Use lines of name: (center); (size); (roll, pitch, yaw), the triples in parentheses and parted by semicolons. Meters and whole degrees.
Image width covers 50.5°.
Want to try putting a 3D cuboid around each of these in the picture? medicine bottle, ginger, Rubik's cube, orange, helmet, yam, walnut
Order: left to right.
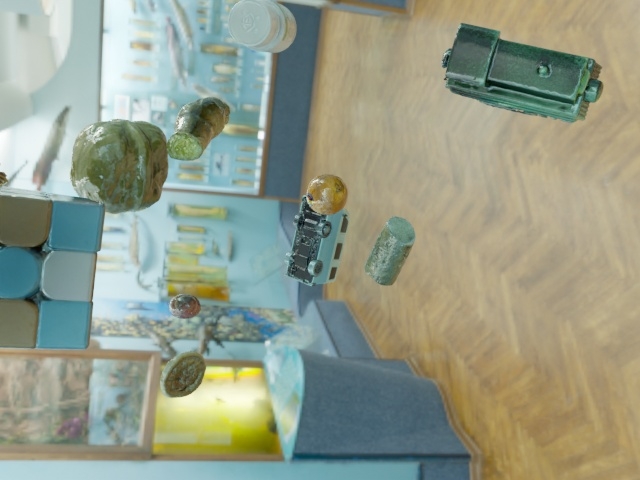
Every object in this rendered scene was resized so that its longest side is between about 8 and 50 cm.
Rubik's cube: (-0.712, 0.051, 1.587); (0.347, 0.347, 0.344); (-169, 86, -67)
walnut: (-0.578, -0.215, 1.969); (0.253, 0.282, 0.276); (43, 123, 55)
helmet: (-0.345, 0.167, 1.747); (0.049, 0.084, 0.065); (144, 123, -63)
ginger: (-0.327, -0.307, 1.810); (0.116, 0.109, 0.263); (63, -153, -29)
medicine bottle: (-0.154, -0.569, 1.796); (0.237, 0.139, 0.139); (-46, -36, -72)
orange: (0.014, -0.090, 1.330); (0.083, 0.084, 0.083); (-176, 90, -78)
yam: (0.209, 0.030, 2.006); (0.107, 0.107, 0.194); (-100, 25, -49)

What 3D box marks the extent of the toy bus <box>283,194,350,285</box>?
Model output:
toy bus: (0.000, 0.000, 2.180); (0.133, 0.165, 0.271); (19, 100, 39)

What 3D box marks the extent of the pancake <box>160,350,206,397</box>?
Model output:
pancake: (-0.385, 0.381, 1.917); (0.025, 0.152, 0.151); (27, 117, 40)

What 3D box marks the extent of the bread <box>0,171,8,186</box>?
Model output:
bread: (-1.285, -0.242, 2.274); (0.314, 0.370, 0.191); (-140, 45, -82)

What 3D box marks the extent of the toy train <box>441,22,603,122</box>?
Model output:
toy train: (0.397, -0.337, 1.366); (0.178, 0.331, 0.138); (-9, -65, -69)
